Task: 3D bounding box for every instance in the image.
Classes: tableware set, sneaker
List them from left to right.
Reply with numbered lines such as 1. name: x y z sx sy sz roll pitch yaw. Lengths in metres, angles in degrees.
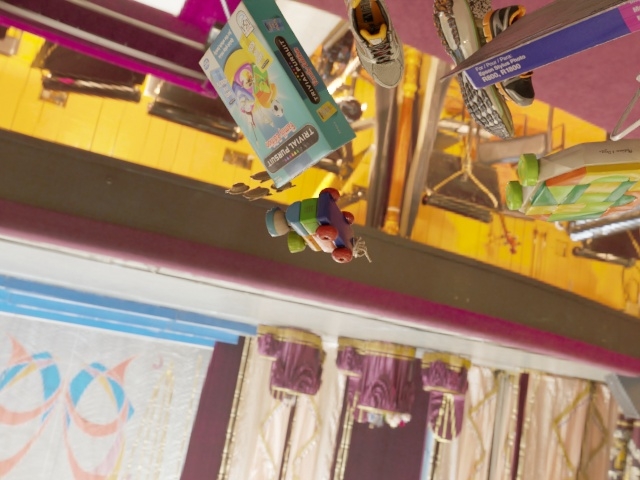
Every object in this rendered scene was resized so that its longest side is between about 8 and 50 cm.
1. tableware set: -0.150 -0.137 1.481 0.141 0.020 0.169 -25 -149 -29
2. sneaker: 0.094 -0.364 1.060 0.088 0.092 0.225 -17 135 16
3. sneaker: 0.446 -0.463 1.512 0.182 0.410 0.158 -24 -169 -3
4. sneaker: 0.407 -0.384 1.227 0.084 0.214 0.083 -26 -171 -34

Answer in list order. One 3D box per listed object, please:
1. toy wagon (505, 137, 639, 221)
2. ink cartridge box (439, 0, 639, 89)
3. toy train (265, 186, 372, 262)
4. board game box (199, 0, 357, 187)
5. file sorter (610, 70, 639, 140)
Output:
1. toy wagon: 0.481 -0.092 1.071 0.267 0.068 0.344 -3 163 5
2. ink cartridge box: 0.402 -0.338 0.928 0.324 0.330 0.071 -10 116 51
3. toy train: 0.000 0.000 1.197 0.143 0.105 0.248 -7 149 20
4. board game box: -0.101 -0.305 1.259 0.079 0.336 0.254 -35 -174 -32
5. file sorter: 0.551 -0.135 0.738 0.278 0.173 0.193 38 156 1
